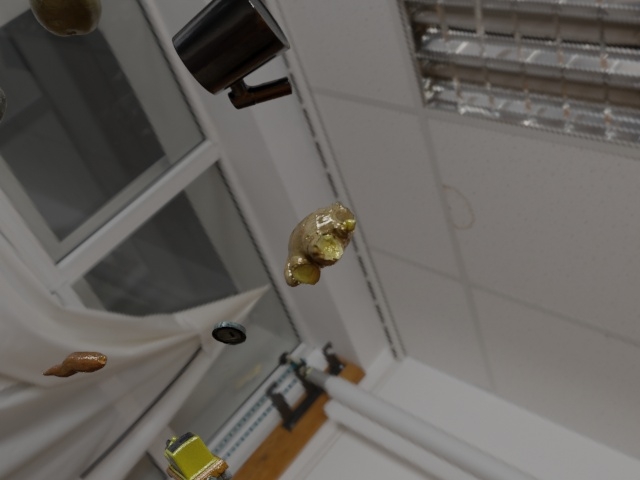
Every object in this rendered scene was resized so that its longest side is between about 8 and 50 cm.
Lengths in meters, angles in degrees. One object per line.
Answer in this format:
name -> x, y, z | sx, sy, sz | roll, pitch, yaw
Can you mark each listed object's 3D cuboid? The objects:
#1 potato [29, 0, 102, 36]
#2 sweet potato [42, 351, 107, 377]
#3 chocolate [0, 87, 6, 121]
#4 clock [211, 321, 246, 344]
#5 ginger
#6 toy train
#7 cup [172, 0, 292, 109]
potato -> -0.642, -0.624, 1.959 | 0.251, 0.174, 0.159 | 92, -17, -45
sweet potato -> -0.568, 0.286, 1.814 | 0.195, 0.056, 0.056 | -18, -60, 23
chocolate -> -0.703, -0.219, 1.457 | 0.110, 0.248, 0.110 | 60, -12, 22
clock -> -0.217, 0.222, 1.881 | 0.085, 0.017, 0.085 | 3, -38, 3
ginger -> 0.000, 0.000, 1.550 | 0.102, 0.157, 0.216 | 38, -40, -16
toy train -> -0.251, 0.433, 1.536 | 0.127, 0.089, 0.219 | 58, -22, -11
cup -> -0.155, -0.361, 1.540 | 0.239, 0.177, 0.166 | 53, 12, -11
